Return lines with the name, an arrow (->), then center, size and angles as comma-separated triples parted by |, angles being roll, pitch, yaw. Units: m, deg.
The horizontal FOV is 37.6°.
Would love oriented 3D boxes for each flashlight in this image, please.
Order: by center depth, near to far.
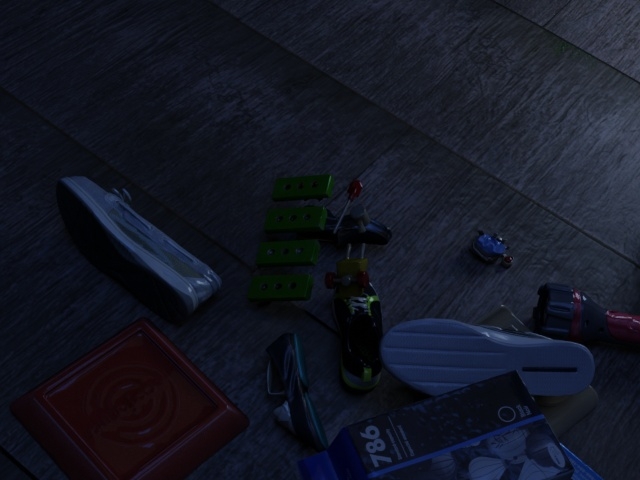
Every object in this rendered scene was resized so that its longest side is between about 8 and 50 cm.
flashlight -> 0.521, 0.140, 1.594 | 0.304, 0.103, 0.103 | 8, 16, 1

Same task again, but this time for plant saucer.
plant saucer -> -0.279, 0.248, 1.388 | 0.259, 0.047, 0.258 | 41, 55, 21

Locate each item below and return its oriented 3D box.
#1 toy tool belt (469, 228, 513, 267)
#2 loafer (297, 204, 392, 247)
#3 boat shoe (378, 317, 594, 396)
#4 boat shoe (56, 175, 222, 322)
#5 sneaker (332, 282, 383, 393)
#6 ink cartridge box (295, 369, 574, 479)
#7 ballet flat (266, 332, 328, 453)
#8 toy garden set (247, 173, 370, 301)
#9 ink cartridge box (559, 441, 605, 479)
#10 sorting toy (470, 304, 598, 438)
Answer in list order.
toy tool belt -> 0.314, 0.013, 1.697 | 0.083, 0.051, 0.052 | 30, 52, 13
loafer -> 0.040, -0.011, 1.662 | 0.170, 0.062, 0.061 | 10, 56, 10
boat shoe -> 0.248, 0.191, 1.454 | 0.335, 0.119, 0.121 | 9, 85, -7
boat shoe -> -0.307, 0.002, 1.547 | 0.320, 0.118, 0.103 | 38, 48, 14
sneaker -> 0.071, 0.135, 1.518 | 0.084, 0.097, 0.234 | 2, 51, -10
ink cartridge box -> 0.148, 0.297, 1.240 | 0.333, 0.065, 0.165 | -17, 55, -13
ballet flat -> -0.043, 0.239, 1.436 | 0.074, 0.074, 0.203 | -7, 59, -17
toy garden set -> 0.000, 0.000, 1.583 | 0.204, 0.049, 0.244 | -3, 57, 24
ink cartridge box -> 0.214, 0.391, 1.293 | 0.307, 0.129, 0.223 | -38, 66, -26
sorting toy -> 0.261, 0.258, 1.497 | 0.307, 0.041, 0.229 | -30, 62, -23
